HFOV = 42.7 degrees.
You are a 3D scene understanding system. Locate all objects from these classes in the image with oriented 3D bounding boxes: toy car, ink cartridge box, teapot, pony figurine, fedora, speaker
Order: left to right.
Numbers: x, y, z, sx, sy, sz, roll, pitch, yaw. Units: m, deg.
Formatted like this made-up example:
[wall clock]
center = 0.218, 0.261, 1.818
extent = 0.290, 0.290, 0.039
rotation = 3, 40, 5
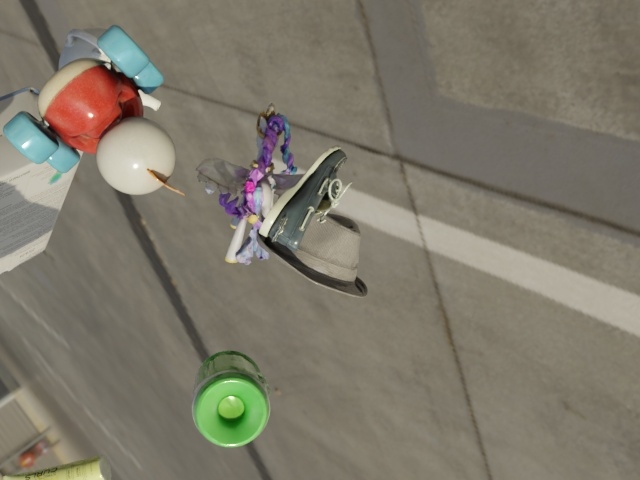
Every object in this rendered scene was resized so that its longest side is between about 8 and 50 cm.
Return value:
[ink cartridge box]
center = -0.601, -0.050, 1.440
extent = 0.151, 0.270, 0.395
rotation = 42, 131, 8
[teapot]
center = -0.588, -0.474, 2.281
extent = 0.187, 0.256, 0.252
rotation = 14, 115, 32
[toy car]
center = -0.284, -0.142, 1.198
extent = 0.238, 0.219, 0.210
rotation = 47, 178, 2
[speaker]
center = -0.155, 0.265, 1.406
extent = 0.131, 0.131, 0.296
rotation = 55, 174, -4
[pony figurine]
center = -0.158, -0.125, 2.039
extent = 0.351, 0.303, 0.363
rotation = -91, 13, -60
[fedora]
center = 0.000, 0.000, 1.667
extent = 0.244, 0.124, 0.275
rotation = 20, -171, -32

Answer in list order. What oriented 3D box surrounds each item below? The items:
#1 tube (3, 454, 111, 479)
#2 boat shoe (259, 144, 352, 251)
[tube]
center = -0.567, 0.518, 1.744
extent = 0.070, 0.240, 0.062
rotation = -88, -20, -70
[boat shoe]
center = -0.010, -0.074, 1.378
extent = 0.079, 0.254, 0.095
rotation = 35, 131, 4
